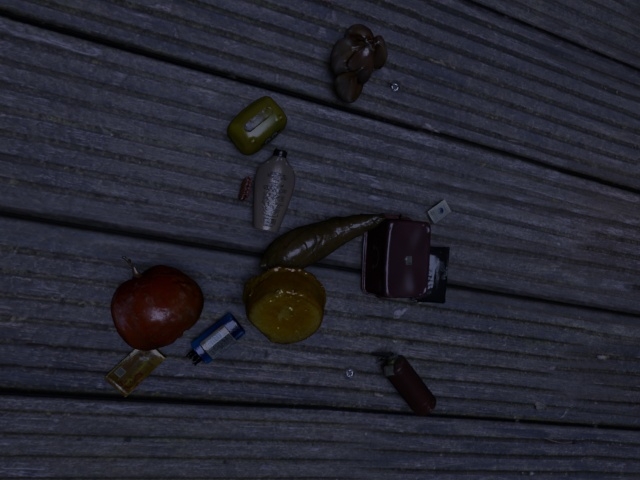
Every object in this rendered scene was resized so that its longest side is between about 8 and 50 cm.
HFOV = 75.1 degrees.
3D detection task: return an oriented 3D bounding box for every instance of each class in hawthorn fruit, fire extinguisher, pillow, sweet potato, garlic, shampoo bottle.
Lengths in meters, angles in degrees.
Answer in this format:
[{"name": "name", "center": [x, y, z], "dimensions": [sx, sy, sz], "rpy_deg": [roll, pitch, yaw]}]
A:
[{"name": "hawthorn fruit", "center": [-0.466, 0.158, 1.149], "dimensions": [0.241, 0.242, 0.272], "rpy_deg": [-38, 99, -11]}, {"name": "fire extinguisher", "center": [0.289, 0.485, 1.453], "dimensions": [0.104, 0.104, 0.269], "rpy_deg": [-40, 103, -11]}, {"name": "pillow", "center": [0.395, 0.121, 1.482], "dimensions": [0.141, 0.055, 0.209], "rpy_deg": [4, 93, -17]}, {"name": "sweet potato", "center": [0.001, -0.001, 1.316], "dimensions": [0.422, 0.130, 0.131], "rpy_deg": [-21, 98, -8]}, {"name": "garlic", "center": [0.103, -0.565, 1.317], "dimensions": [0.160, 0.191, 0.214], "rpy_deg": [44, 92, 11]}, {"name": "shampoo bottle", "center": [-0.147, -0.159, 1.297], "dimensions": [0.127, 0.078, 0.257], "rpy_deg": [12, 91, -12]}, {"name": "shampoo bottle", "center": [-0.327, 0.311, 1.281], "dimensions": [0.183, 0.050, 0.087], "rpy_deg": [-39, 105, -12]}]

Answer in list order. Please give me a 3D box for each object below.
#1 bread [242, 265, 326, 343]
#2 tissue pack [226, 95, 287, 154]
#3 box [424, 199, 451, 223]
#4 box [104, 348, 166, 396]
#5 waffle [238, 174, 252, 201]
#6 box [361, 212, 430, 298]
[{"name": "bread", "center": [-0.102, 0.192, 1.256], "dimensions": [0.268, 0.146, 0.269], "rpy_deg": [-3, 125, -4]}, {"name": "tissue pack", "center": [-0.189, -0.346, 1.252], "dimensions": [0.178, 0.127, 0.123], "rpy_deg": [-43, 101, -11]}, {"name": "box", "center": [0.423, -0.104, 1.497], "dimensions": [0.083, 0.024, 0.054], "rpy_deg": [-35, 100, -11]}, {"name": "box", "center": [-0.548, 0.376, 1.234], "dimensions": [0.089, 0.022, 0.156], "rpy_deg": [46, 80, -12]}, {"name": "waffle", "center": [-0.229, -0.160, 1.274], "dimensions": [0.029, 0.075, 0.084], "rpy_deg": [15, 75, -22]}, {"name": "box", "center": [0.255, 0.057, 1.382], "dimensions": [0.193, 0.167, 0.295], "rpy_deg": [2, 92, -18]}]
